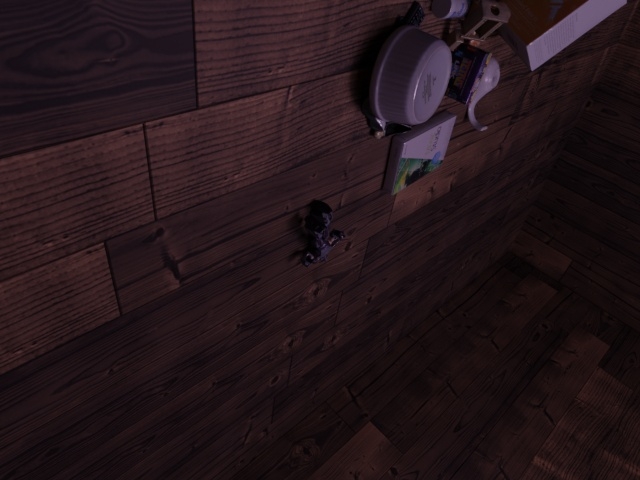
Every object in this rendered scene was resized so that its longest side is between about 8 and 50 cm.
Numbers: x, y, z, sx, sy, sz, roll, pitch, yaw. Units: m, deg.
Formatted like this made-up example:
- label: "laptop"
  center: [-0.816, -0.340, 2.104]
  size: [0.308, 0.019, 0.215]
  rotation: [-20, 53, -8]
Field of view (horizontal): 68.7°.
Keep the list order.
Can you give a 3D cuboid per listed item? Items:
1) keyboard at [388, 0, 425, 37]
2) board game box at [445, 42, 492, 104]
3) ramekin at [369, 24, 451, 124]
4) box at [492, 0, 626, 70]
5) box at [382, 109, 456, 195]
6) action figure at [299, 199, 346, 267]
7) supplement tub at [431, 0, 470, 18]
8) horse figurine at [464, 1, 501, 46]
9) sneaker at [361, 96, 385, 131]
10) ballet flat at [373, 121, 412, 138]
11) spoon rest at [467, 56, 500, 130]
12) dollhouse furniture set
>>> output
- label: "keyboard"
  center: [0.231, -0.579, 1.322]
  size: [0.180, 0.023, 0.108]
  rotation: [-58, 150, 9]
- label: "board game box"
  center: [0.464, -0.557, 1.550]
  size: [0.048, 0.141, 0.170]
  rotation: [-23, 139, -41]
- label: "ramekin"
  center: [0.263, -0.454, 1.321]
  size: [0.273, 0.127, 0.273]
  rotation: [-41, 146, -36]
- label: "box"
  center: [0.795, -0.788, 1.569]
  size: [0.345, 0.215, 0.168]
  rotation: [-36, 154, 18]
- label: "box"
  center: [0.371, -0.330, 1.754]
  size: [0.322, 0.058, 0.232]
  rotation: [-31, 144, -31]
- label: "action figure"
  center: [0.000, 0.000, 1.564]
  size: [0.185, 0.099, 0.285]
  rotation: [-49, 156, -23]
- label: "supplement tub"
  center: [0.381, -0.686, 1.364]
  size: [0.107, 0.071, 0.071]
  rotation: [-27, 142, -37]
- label: "horse figurine"
  center: [0.528, -0.720, 1.539]
  size: [0.174, 0.066, 0.263]
  rotation: [-40, 151, -31]
- label: "sneaker"
  center: [0.167, -0.394, 1.416]
  size: [0.061, 0.053, 0.152]
  rotation: [-65, 154, -11]
- label: "ballet flat"
  center: [0.237, -0.367, 1.534]
  size: [0.173, 0.049, 0.057]
  rotation: [-26, 141, -37]
- label: "spoon rest"
  center: [0.641, -0.582, 1.855]
  size: [0.137, 0.084, 0.276]
  rotation: [-23, 127, -42]
- label: "dollhouse furniture set"
  center: [0.474, -0.700, 1.440]
  size: [0.101, 0.161, 0.182]
  rotation: [0, 172, -20]
